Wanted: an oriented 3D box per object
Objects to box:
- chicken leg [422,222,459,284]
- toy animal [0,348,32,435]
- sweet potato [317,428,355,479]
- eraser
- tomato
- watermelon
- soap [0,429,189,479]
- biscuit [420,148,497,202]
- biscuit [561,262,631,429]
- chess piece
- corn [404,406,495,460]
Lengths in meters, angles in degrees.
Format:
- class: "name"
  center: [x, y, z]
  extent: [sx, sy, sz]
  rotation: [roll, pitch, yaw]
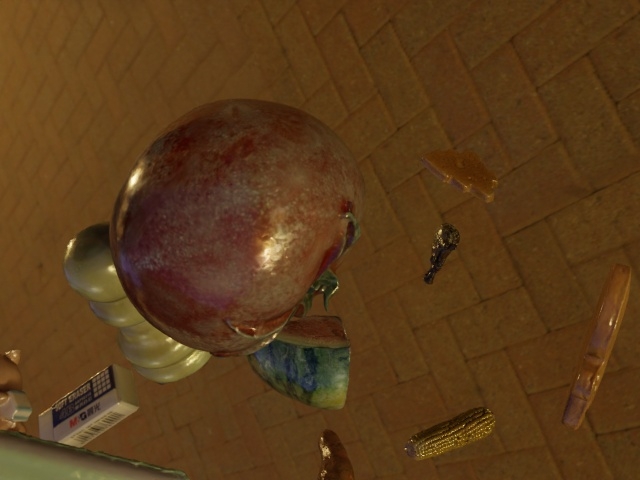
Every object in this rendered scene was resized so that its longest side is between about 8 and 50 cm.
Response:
- class: "chicken leg"
  center: [0.321, 0.040, 1.694]
  extent: [0.070, 0.093, 0.178]
  rotation: [22, 109, 1]
- class: "toy animal"
  center: [-0.687, 0.373, 1.276]
  extent: [0.213, 0.195, 0.256]
  rotation: [-35, 58, 1]
- class: "sweet potato"
  center: [0.041, 0.592, 1.470]
  extent: [0.354, 0.095, 0.106]
  rotation: [-106, 7, -65]
- class: "eraser"
  center: [-0.615, 0.453, 1.657]
  extent: [0.279, 0.081, 0.124]
  rotation: [-34, 52, 10]
- class: "tomato"
  center: [-0.090, -0.016, 0.761]
  extent: [0.282, 0.316, 0.317]
  rotation: [41, 130, 7]
- class: "watermelon"
  center: [-0.033, 0.252, 1.430]
  extent: [0.261, 0.201, 0.213]
  rotation: [12, 125, 19]
- class: "soap"
  center: [-0.396, 0.302, 0.685]
  extent: [0.261, 0.446, 0.156]
  rotation: [125, 158, -51]
- class: "biscuit"
  center: [0.382, -0.190, 1.736]
  extent: [0.212, 0.238, 0.041]
  rotation: [-94, 23, -44]
- class: "biscuit"
  center: [0.574, 0.215, 1.293]
  extent: [0.052, 0.275, 0.355]
  rotation: [19, 113, 21]
- class: "chess piece"
  center: [-0.312, 0.097, 1.077]
  extent: [0.182, 0.182, 0.330]
  rotation: [34, 159, 34]
- class: "corn"
  center: [0.406, 0.592, 1.925]
  extent: [0.097, 0.320, 0.097]
  rotation: [166, 90, -69]
